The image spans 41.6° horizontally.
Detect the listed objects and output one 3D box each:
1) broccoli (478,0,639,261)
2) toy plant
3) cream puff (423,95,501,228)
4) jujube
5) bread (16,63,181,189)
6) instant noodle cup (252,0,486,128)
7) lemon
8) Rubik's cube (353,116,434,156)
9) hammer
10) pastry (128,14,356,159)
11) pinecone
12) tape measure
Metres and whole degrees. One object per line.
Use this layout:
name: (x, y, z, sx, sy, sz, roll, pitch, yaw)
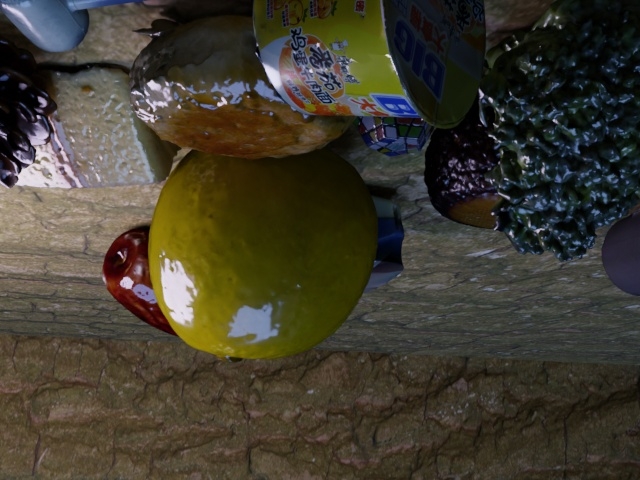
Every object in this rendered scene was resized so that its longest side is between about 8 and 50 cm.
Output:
broccoli: (0.263, -0.141, 0.877, 0.248, 0.246, 0.288, 38, 111, -22)
toy plant: (0.622, -0.011, 1.364, 0.185, 0.279, 0.400, -38, -178, -18)
cream puff: (0.252, -0.105, 1.088, 0.239, 0.165, 0.239, 2, 168, 1)
jujube: (-0.287, 0.088, 1.721, 0.223, 0.223, 0.318, -12, 152, 37)
bread: (-0.321, -0.174, 1.125, 0.240, 0.135, 0.178, -2, 130, 10)
instant noodle cup: (0.045, -0.197, 0.765, 0.153, 0.205, 0.205, 0, 166, 36)
lemon: (-0.082, 0.006, 1.194, 0.347, 0.348, 0.348, 0, 163, 0)
Rubik's cube: (0.094, -0.158, 1.045, 0.093, 0.111, 0.111, -23, 177, -32)
hammer: (-0.215, -0.243, 0.828, 0.193, 0.070, 0.116, -7, 162, 7)
pastry: (-0.088, -0.174, 0.964, 0.235, 0.121, 0.257, -7, 164, 37)
pinecone: (-0.407, -0.139, 0.961, 0.207, 0.208, 0.208, 0, 163, 0)
tape measure: (0.002, -0.001, 1.503, 0.262, 0.138, 0.259, 6, 161, -18)
